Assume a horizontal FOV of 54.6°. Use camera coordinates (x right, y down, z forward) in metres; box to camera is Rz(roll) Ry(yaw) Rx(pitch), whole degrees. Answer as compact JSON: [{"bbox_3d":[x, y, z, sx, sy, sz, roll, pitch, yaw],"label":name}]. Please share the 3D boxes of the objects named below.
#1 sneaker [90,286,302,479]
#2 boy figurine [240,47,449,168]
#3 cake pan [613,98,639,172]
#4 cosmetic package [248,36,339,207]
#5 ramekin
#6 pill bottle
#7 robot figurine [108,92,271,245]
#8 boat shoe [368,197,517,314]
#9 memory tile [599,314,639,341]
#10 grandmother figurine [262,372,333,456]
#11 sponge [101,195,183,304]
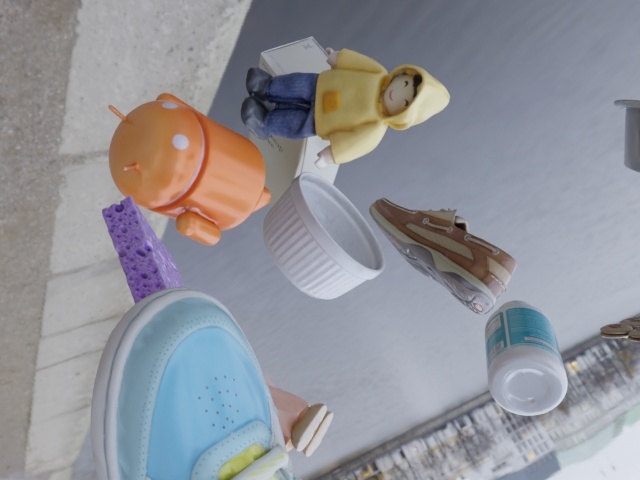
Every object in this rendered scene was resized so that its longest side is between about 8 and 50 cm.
[{"bbox_3d":[-0.010,0.182,0.344,0.208,0.318,0.127,2,-162,44],"label":"sneaker"},{"bbox_3d":[0.032,-0.185,0.863,0.286,0.177,0.092,6,170,27],"label":"boy figurine"},{"bbox_3d":[0.366,-0.053,0.460,0.293,0.293,0.054,-6,113,-47],"label":"cake pan"},{"bbox_3d":[-0.043,-0.191,1.136,0.113,0.160,0.309,-26,156,-25],"label":"cosmetic package"},{"bbox_3d":[0.000,0.000,1.022,0.109,0.207,0.207,-40,158,21],"label":"ramekin"},{"bbox_3d":[0.417,0.226,1.285,0.146,0.146,0.264,-37,-169,25],"label":"pill bottle"},{"bbox_3d":[-0.151,-0.083,0.727,0.219,0.128,0.157,22,86,-54],"label":"robot figurine"},{"bbox_3d":[0.214,0.003,1.109,0.116,0.324,0.123,-46,138,-3],"label":"boat shoe"},{"bbox_3d":[0.427,0.101,0.751,0.148,0.012,0.113,-9,-176,-29],"label":"memory tile"},{"bbox_3d":[-0.150,0.201,0.952,0.104,0.343,0.207,-53,156,-24],"label":"grandmother figurine"},{"bbox_3d":[-0.124,0.072,0.527,0.031,0.210,0.117,-26,149,-8],"label":"sponge"}]
